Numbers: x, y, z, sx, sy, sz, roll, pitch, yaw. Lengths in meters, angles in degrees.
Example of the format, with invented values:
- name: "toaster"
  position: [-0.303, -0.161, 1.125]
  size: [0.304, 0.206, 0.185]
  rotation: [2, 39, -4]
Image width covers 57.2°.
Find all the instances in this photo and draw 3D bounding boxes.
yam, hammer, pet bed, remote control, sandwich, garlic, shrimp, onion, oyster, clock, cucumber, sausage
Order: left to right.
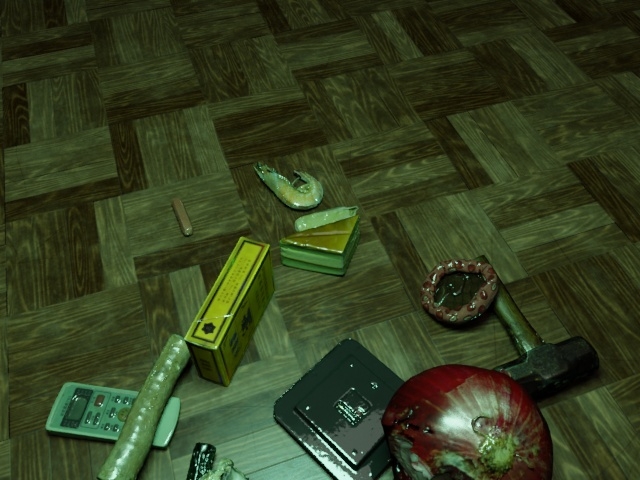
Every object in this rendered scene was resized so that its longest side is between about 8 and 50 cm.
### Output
- name: "remote control"
  position: [-0.463, 0.395, 1.327]
  size: [0.285, 0.038, 0.123]
  rotation: [7, 52, 6]
- name: "yam"
  position: [-0.372, 0.367, 1.288]
  size: [0.081, 0.081, 0.357]
  rotation: [12, 49, 10]
- name: "sausage"
  position: [-0.398, -0.069, 1.694]
  size: [0.035, 0.030, 0.147]
  rotation: [-22, 55, -15]
- name: "cucumber"
  position: [-0.256, 0.516, 1.220]
  size: [0.058, 0.058, 0.187]
  rotation: [1, 51, 1]
- name: "oyster"
  position: [-0.176, 0.518, 1.190]
  size: [0.081, 0.163, 0.191]
  rotation: [-45, 16, 7]
- name: "shrimp"
  position: [-0.097, -0.176, 1.771]
  size: [0.251, 0.052, 0.143]
  rotation: [41, 52, 19]
- name: "sandwich"
  position: [0.000, 0.000, 1.585]
  size: [0.187, 0.117, 0.144]
  rotation: [11, 50, 11]
- name: "garlic"
  position: [0.009, -0.046, 1.629]
  size: [0.195, 0.101, 0.087]
  rotation: [-13, 83, -19]
- name: "clock"
  position: [0.072, 0.382, 1.326]
  size: [0.279, 0.049, 0.273]
  rotation: [37, 60, 25]
- name: "pet bed"
  position: [0.347, 0.125, 1.483]
  size: [0.201, 0.053, 0.201]
  rotation: [-21, 40, 19]
- name: "onion"
  position: [0.292, 0.398, 1.144]
  size: [0.341, 0.341, 0.341]
  rotation: [0, 52, 0]
- name: "hammer"
  position: [0.471, 0.191, 1.451]
  size: [0.242, 0.095, 0.409]
  rotation: [-15, 51, -11]

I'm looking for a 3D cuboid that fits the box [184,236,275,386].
- name: "box"
  position: [-0.206, 0.168, 1.405]
  size: [0.084, 0.193, 0.301]
  rotation: [15, 53, 13]
